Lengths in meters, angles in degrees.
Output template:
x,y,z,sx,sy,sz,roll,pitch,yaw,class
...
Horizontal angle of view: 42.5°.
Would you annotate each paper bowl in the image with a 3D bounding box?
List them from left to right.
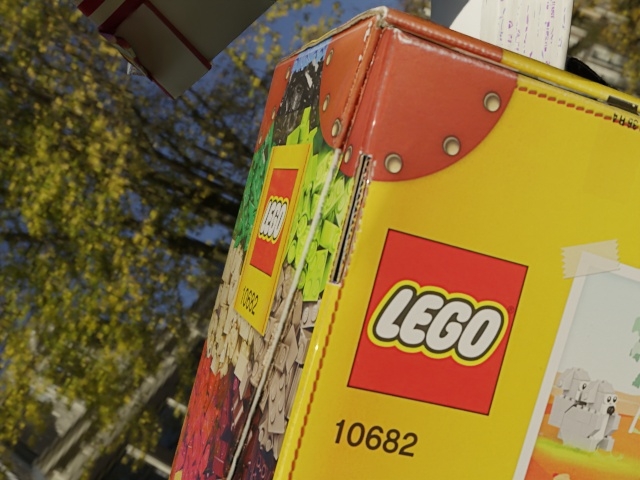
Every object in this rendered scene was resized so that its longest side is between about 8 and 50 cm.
x,y,z,sx,sy,sz,roll,pitch,yaw,class
0.206,-0.277,0.934,0.284,0.148,0.284,4,-90,-78,paper bowl

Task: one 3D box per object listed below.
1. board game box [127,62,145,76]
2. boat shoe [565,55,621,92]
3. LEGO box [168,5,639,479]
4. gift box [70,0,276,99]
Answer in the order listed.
x,y,z,sx,sy,sz,roll,pitch,yaw,class
-0.208,-0.299,1.045,0.194,0.060,0.194,134,135,-64,board game box
0.398,-0.182,1.154,0.228,0.069,0.081,39,-111,-33,boat shoe
0.181,0.135,0.481,0.193,0.500,0.372,-162,88,-73,LEGO box
-0.141,-0.295,0.715,0.258,0.255,0.276,-38,21,17,gift box
